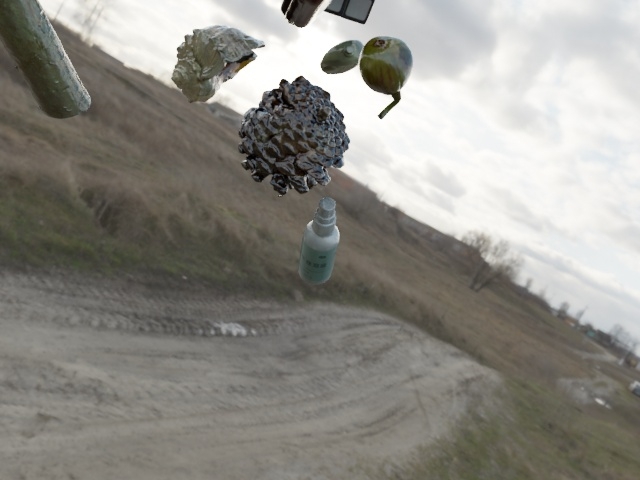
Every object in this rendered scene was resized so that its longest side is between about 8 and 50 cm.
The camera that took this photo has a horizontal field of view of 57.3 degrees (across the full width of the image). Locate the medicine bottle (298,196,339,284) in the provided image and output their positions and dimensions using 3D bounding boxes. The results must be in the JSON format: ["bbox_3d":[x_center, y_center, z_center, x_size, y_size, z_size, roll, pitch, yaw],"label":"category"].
[{"bbox_3d":[0.000,0.000,1.760,0.110,0.110,0.351,31,-33,14],"label":"medicine bottle"}]

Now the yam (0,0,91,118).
[{"bbox_3d":[-0.495,-0.335,1.016,0.093,0.093,0.259,32,-28,28],"label":"yam"}]

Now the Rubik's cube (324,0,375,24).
[{"bbox_3d":[0.054,-0.982,2.038,0.301,0.303,0.305,12,36,-17],"label":"Rubik's cube"}]

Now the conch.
[{"bbox_3d":[-0.352,-0.626,1.965,0.297,0.352,0.210,-3,-49,53],"label":"conch"}]

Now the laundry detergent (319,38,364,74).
[{"bbox_3d":[0.088,-0.700,2.234,0.181,0.091,0.253,-15,8,-4],"label":"laundry detergent"}]

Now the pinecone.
[{"bbox_3d":[-0.076,-0.263,1.572,0.298,0.296,0.242,65,16,6],"label":"pinecone"}]

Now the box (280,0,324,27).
[{"bbox_3d":[0.010,-0.708,1.579,0.108,0.263,0.404,43,0,-12],"label":"box"}]

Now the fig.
[{"bbox_3d":[0.179,-0.428,1.506,0.142,0.148,0.186,5,-31,48],"label":"fig"}]
